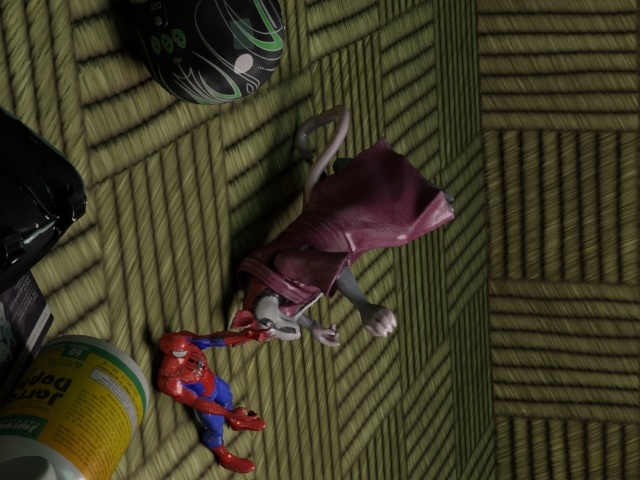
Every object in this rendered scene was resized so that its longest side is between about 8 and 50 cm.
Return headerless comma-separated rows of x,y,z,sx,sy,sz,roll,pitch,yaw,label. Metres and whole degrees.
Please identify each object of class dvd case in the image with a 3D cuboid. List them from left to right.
-0.308,0.054,1.248,0.221,0.018,0.164,73,27,-42,dvd case

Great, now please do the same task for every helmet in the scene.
-0.118,-0.226,1.542,0.161,0.169,0.169,62,32,-26,helmet

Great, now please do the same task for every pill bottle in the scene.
-0.240,0.189,1.256,0.208,0.118,0.117,-64,149,-49,pill bottle

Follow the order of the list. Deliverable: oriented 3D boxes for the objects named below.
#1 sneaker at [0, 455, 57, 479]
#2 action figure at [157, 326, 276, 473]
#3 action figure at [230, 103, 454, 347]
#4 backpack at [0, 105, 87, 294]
-0.258,0.273,0.873,0.296,0.104,0.147,-34,110,-32,sneaker
-0.100,0.183,1.676,0.280,0.139,0.091,60,36,-52,action figure
0.000,0.000,1.848,0.370,0.248,0.275,-38,96,-35,action figure
-0.314,-0.047,0.942,0.253,0.191,0.225,48,27,-4,backpack
